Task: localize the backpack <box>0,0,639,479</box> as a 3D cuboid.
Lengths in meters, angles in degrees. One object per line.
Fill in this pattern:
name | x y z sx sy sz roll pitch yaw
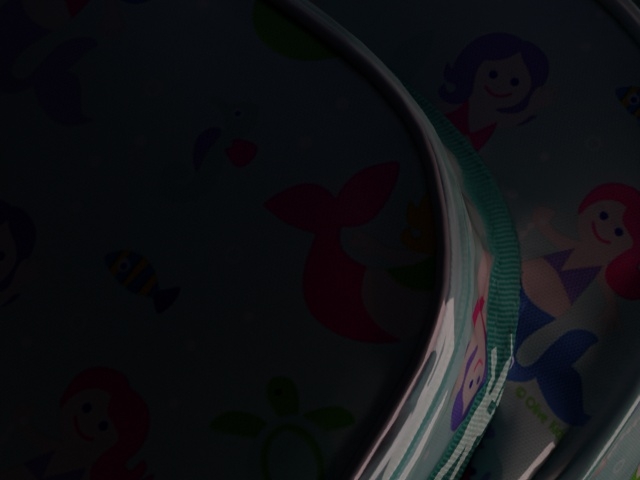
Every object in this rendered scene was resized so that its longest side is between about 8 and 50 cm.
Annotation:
backpack | -0.026 0.020 0.450 0.253 0.225 0.191 -48 156 -7
